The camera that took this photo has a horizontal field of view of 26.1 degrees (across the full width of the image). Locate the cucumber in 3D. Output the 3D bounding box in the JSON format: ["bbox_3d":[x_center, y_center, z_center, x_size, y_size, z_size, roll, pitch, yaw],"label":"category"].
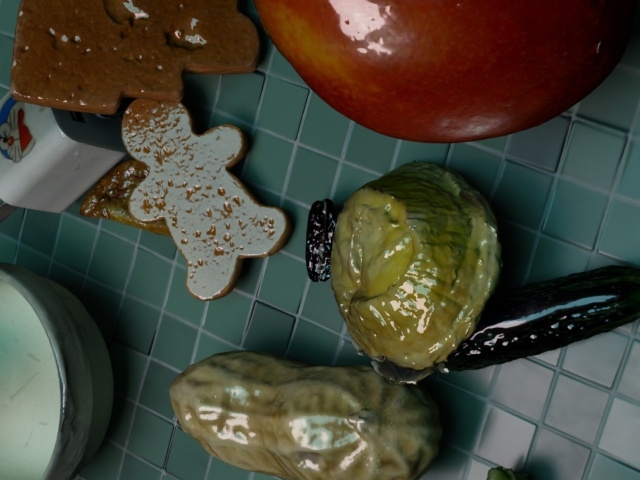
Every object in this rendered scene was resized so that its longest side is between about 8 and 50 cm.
[{"bbox_3d":[0.222,0.076,1.379,0.241,0.074,0.074,-18,82,30],"label":"cucumber"}]

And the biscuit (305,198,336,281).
[{"bbox_3d":[0.000,0.000,1.515,0.087,0.027,0.089,105,166,-56],"label":"biscuit"}]

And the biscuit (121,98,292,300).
[{"bbox_3d":[-0.143,-0.064,1.602,0.165,0.036,0.250,-38,78,9],"label":"biscuit"}]

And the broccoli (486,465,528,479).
[{"bbox_3d":[0.134,0.371,1.432,0.198,0.177,0.275,-26,43,63],"label":"broccoli"}]

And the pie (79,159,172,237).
[{"bbox_3d":[-0.202,-0.049,1.662,0.191,0.033,0.088,17,97,27],"label":"pie"}]

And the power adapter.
[{"bbox_3d":[-0.351,-0.105,1.694,0.205,0.125,0.130,-39,62,26],"label":"power adapter"}]

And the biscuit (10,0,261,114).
[{"bbox_3d":[-0.228,-0.255,1.569,0.306,0.043,0.284,-38,87,-12],"label":"biscuit"}]

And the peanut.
[{"bbox_3d":[-0.022,0.193,1.489,0.325,0.153,0.140,7,91,25],"label":"peanut"}]

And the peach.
[{"bbox_3d":[0.118,-0.263,1.276,0.370,0.370,0.370,1,92,32],"label":"peach"}]

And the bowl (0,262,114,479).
[{"bbox_3d":[-0.373,0.177,1.700,0.307,0.163,0.307,2,93,32],"label":"bowl"}]

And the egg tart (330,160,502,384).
[{"bbox_3d":[0.080,0.020,1.415,0.232,0.098,0.252,-37,48,38],"label":"egg tart"}]

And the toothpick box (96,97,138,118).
[{"bbox_3d":[-0.263,-0.241,1.644,0.120,0.120,0.184,-34,78,28],"label":"toothpick box"}]
